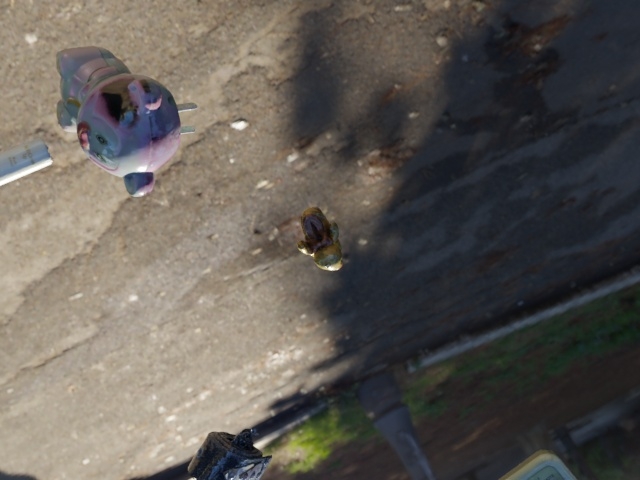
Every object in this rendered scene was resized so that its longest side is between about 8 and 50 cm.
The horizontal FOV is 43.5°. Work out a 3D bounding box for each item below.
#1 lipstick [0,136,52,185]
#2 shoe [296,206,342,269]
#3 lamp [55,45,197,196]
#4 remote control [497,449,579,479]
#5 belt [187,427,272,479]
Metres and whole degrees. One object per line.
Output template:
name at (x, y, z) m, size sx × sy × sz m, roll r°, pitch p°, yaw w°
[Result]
lipstick at (-0.633, -0.117, 1.488) m, size 0.264 × 0.059 × 0.059 m, roll -27°, pitch 157°, yaw -23°
shoe at (-0.003, -0.001, 1.329) m, size 0.072 × 0.109 × 0.069 m, roll -8°, pitch -175°, yaw 8°
lamp at (-0.382, -0.252, 1.592) m, size 0.247 × 0.301 × 0.247 m, roll -12°, pitch 130°, yaw -36°
remote control at (0.432, 0.500, 1.321) m, size 0.128 × 0.335 × 0.065 m, roll -39°, pitch -178°, yaw 12°
belt at (-0.188, 0.453, 1.683) m, size 0.128 × 0.122 × 0.218 m, roll -58°, pitch 163°, yaw -4°
